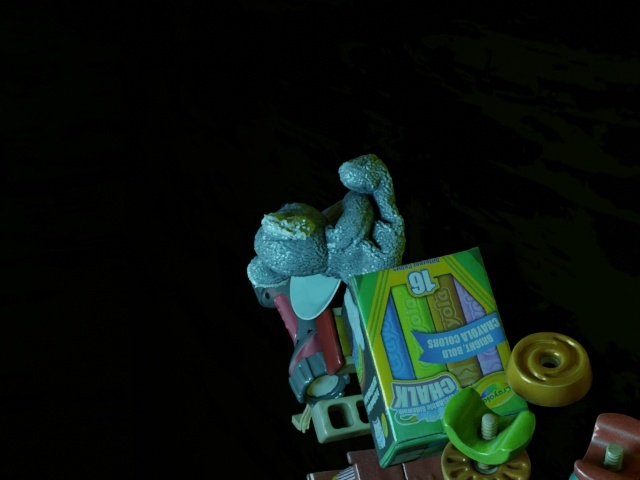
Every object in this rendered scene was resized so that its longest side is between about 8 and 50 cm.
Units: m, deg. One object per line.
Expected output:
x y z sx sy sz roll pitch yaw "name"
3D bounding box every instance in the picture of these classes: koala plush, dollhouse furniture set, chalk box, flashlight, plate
0.000 0.000 1.809 0.196 0.221 0.203 119 138 -53 "koala plush"
0.059 0.268 1.828 0.201 0.152 0.374 129 130 -60 "dollhouse furniture set"
0.150 0.184 1.512 0.180 0.179 0.289 99 157 -71 "chalk box"
-0.046 0.160 2.117 0.304 0.103 0.103 59 142 43 "flashlight"
0.004 0.046 2.012 0.188 0.024 0.188 -39 43 48 "plate"

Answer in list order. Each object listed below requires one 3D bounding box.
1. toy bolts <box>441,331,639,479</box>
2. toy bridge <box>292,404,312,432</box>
0.274 0.245 1.352 0.228 0.218 0.159 23 138 28 "toy bolts"
-0.025 0.278 2.197 0.063 0.026 0.188 -137 45 -56 "toy bridge"
